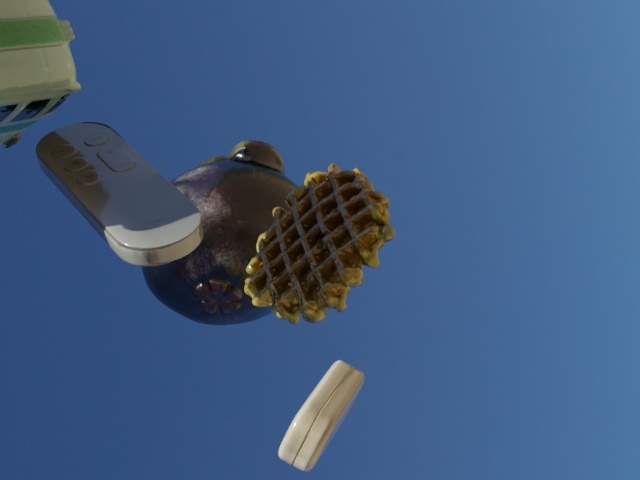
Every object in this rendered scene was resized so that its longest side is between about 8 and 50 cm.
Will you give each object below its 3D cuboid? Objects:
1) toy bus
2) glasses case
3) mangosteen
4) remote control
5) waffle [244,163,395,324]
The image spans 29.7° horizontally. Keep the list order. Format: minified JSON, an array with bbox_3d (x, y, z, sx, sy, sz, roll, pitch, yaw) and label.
[{"bbox_3d":[-0.350,-0.143,1.035,0.276,0.165,0.133,-22,-91,-57],"label":"toy bus"},{"bbox_3d":[0.004,0.217,1.511,0.050,0.083,0.196,30,-158,7],"label":"glasses case"},{"bbox_3d":[-0.136,-0.022,1.828,0.275,0.275,0.302,49,-149,-38],"label":"mangosteen"},{"bbox_3d":[-0.177,-0.046,1.047,0.077,0.245,0.022,-25,-52,-22],"label":"remote control"},{"bbox_3d":[-0.004,0.003,1.219,0.038,0.191,0.191,38,-131,-35],"label":"waffle"}]
